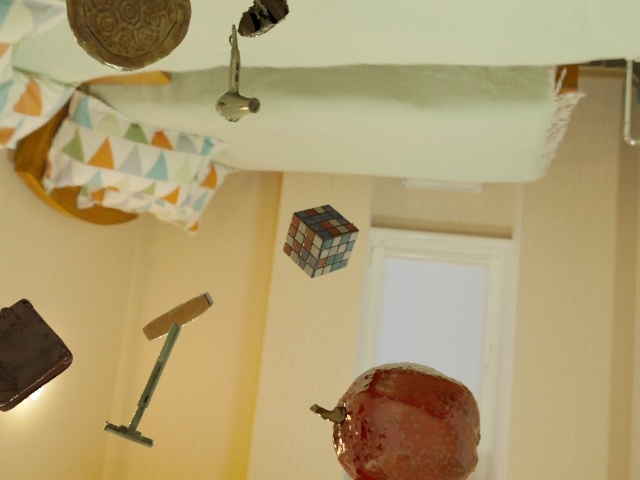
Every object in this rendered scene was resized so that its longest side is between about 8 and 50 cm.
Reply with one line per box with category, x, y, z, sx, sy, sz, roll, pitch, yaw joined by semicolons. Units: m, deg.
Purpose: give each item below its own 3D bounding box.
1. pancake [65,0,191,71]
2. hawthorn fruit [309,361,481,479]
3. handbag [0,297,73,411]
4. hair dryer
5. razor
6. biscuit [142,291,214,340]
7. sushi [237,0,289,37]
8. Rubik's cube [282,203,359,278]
pancake;-0.371;-0.450;1.244;0.250;0.250;0.031;14;-166;-42
hawthorn fruit;0.108;0.277;0.955;0.253;0.205;0.205;17;171;2
handbag;-0.711;0.261;1.483;0.216;0.203;0.074;40;150;17
hair dryer;-0.164;-0.341;1.351;0.068;0.199;0.167;-1;-156;-34
razor;-0.283;0.235;1.090;0.084;0.211;0.036;26;151;-13
biscuit;-0.366;0.194;1.660;0.188;0.052;0.056;-28;-170;0
sushi;-0.098;-0.399;1.141;0.083;0.084;0.056;-31;105;41
Rubik's cube;0.000;0.000;1.194;0.092;0.092;0.092;-17;-133;-41
